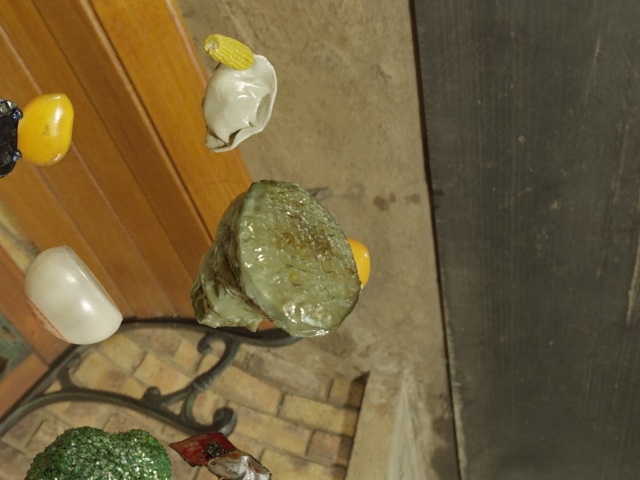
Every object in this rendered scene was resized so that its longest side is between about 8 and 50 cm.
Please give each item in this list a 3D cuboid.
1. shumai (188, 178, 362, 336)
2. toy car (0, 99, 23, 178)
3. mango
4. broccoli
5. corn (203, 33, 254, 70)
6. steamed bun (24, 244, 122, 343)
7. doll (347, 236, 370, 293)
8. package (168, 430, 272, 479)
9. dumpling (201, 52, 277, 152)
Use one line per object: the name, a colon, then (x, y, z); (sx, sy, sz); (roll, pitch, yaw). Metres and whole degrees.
shumai: (-0.128, 0.078, 1.285); (0.324, 0.397, 0.323); (34, 126, -29)
toy car: (-0.770, -0.241, 1.389); (0.063, 0.103, 0.216); (27, 128, 2)
mango: (-0.733, -0.299, 1.553); (0.145, 0.112, 0.219); (28, 108, -15)
broccoli: (-0.395, 0.473, 1.025); (0.297, 0.297, 0.297); (22, 162, 0)
corn: (-0.216, -0.450, 1.398); (0.067, 0.206, 0.067); (2, 97, 16)
steamed bun: (-0.548, 0.131, 1.263); (0.232, 0.145, 0.232); (47, 163, 20)
doll: (0.054, 0.108, 1.761); (0.213, 0.236, 0.213); (-10, 142, -8)
package: (-0.262, 0.594, 1.569); (0.269, 0.071, 0.194); (10, 173, 39)
dumpling: (-0.224, -0.399, 1.689); (0.243, 0.187, 0.318); (24, 115, 24)
